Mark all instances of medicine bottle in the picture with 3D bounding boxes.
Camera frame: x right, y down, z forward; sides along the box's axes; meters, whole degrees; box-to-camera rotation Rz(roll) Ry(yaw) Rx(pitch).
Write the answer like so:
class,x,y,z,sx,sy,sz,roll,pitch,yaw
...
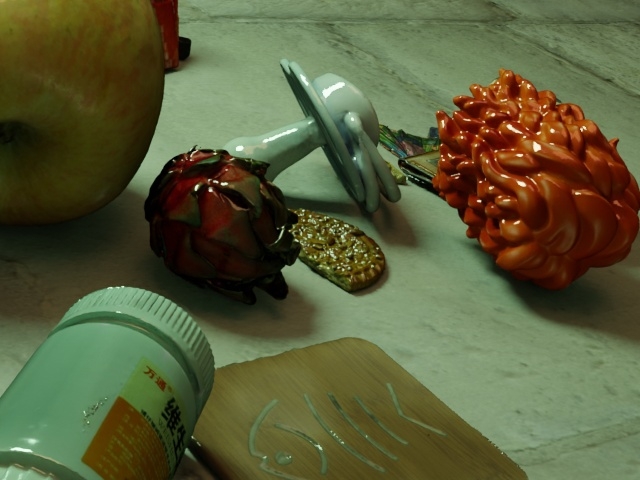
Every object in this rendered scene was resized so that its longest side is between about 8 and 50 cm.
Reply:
class,x,y,z,sx,sy,sz,roll,pitch,yaw
medicine bottle,-0.197,0.176,0.923,0.158,0.158,0.318,14,26,5

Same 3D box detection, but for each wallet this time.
class,x,y,z,sx,sy,sz,roll,pitch,yaw
wallet,0.241,-0.095,1.767,0.161,0.042,0.195,-13,38,-40

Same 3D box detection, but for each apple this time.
class,x,y,z,sx,sy,sz,roll,pitch,yaw
apple,-0.374,-0.203,1.375,0.391,0.391,0.346,3,35,-17

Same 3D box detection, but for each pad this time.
class,x,y,z,sx,sy,sz,roll,pitch,yaw
pad,0.019,0.195,1.129,0.284,0.018,0.286,-10,33,-37

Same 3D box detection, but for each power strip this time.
class,x,y,z,sx,sy,sz,roll,pitch,yaw
power strip,-0.293,-0.361,2.100,0.111,0.038,0.029,14,27,9

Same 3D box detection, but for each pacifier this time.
class,x,y,z,sx,sy,sz,roll,pitch,yaw
pacifier,-0.033,-0.125,1.605,0.233,0.244,0.299,-24,12,-1

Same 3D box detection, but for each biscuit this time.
class,x,y,z,sx,sy,sz,roll,pitch,yaw
biscuit,0.013,0.002,1.507,0.126,0.025,0.206,-12,35,-39

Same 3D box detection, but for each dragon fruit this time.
class,x,y,z,sx,sy,sz,roll,pitch,yaw
dragon fruit,-0.117,-0.023,1.347,0.188,0.182,0.182,8,19,37

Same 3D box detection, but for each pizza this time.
class,x,y,z,sx,sy,sz,roll,pitch,yaw
pizza,0.065,-0.112,1.758,0.123,0.026,0.108,29,33,30

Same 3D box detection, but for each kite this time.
class,x,y,z,sx,sy,sz,roll,pitch,yaw
kite,0.196,-0.148,1.894,0.321,0.016,0.234,13,26,4

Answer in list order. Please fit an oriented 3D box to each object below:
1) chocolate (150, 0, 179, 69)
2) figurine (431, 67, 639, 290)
class,x,y,z,sx,sy,sz,roll,pitch,yaw
chocolate,-0.350,-0.397,1.939,0.108,0.235,0.237,16,24,35
figurine,0.307,-0.096,1.593,0.306,0.241,0.412,51,21,2
